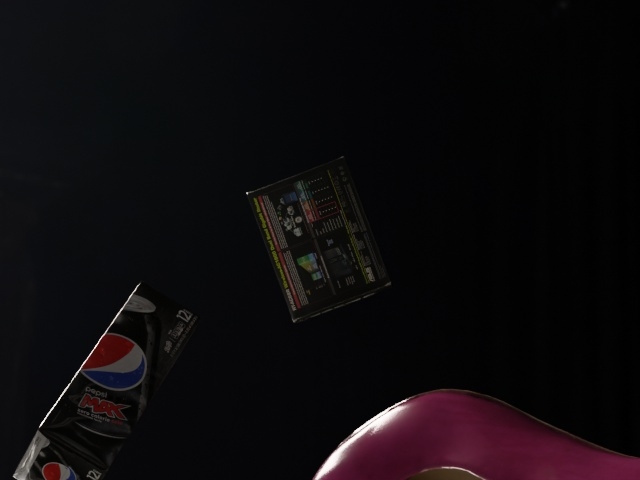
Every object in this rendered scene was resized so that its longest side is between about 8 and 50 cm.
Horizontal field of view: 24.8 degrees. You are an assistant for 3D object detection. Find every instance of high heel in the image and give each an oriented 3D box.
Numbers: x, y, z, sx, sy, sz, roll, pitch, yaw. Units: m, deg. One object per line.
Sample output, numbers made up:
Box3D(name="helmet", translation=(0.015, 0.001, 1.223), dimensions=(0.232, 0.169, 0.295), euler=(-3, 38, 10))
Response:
Box3D(name="high heel", translation=(0.100, 0.175, 0.794), dimensions=(0.127, 0.181, 0.377), euler=(46, -41, -19))

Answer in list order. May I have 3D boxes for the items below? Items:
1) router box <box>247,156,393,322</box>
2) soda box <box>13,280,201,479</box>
Box3D(name="router box", translation=(0.000, 0.000, 1.263), dimensions=(0.092, 0.122, 0.038), euler=(-20, -7, 4))
Box3D(name="soda box", translation=(-0.143, 0.105, 1.000), dimensions=(0.053, 0.169, 0.060), euler=(31, -52, -3))
